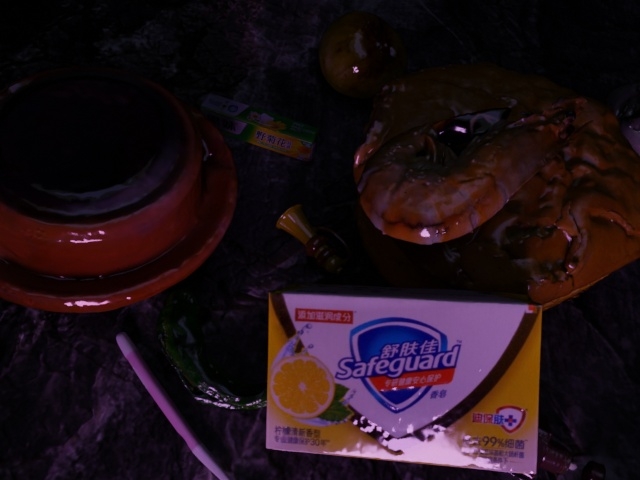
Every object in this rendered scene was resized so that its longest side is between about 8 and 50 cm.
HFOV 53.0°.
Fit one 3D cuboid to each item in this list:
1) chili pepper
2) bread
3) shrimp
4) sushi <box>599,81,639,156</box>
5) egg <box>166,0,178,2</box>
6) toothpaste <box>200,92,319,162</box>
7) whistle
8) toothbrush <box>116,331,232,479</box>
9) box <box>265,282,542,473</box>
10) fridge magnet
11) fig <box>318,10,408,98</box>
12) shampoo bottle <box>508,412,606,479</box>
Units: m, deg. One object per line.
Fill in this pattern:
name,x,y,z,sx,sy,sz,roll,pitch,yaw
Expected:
chili pepper,-0.132,0.133,0.732,0.073,0.050,0.182,-30,66,-34
bread,0.219,-0.067,0.834,0.399,0.215,0.397,4,55,-5
shrimp,0.164,-0.097,0.696,0.287,0.062,0.152,-34,52,-19
sushi,0.573,-0.138,0.992,0.124,0.130,0.332,-34,65,-29
egg,-0.263,-0.455,1.124,0.071,0.071,0.083,-12,72,-17
toothpaste,-0.091,-0.168,0.960,0.179,0.043,0.037,19,56,4
whistle,-0.004,0.003,0.863,0.109,0.057,0.046,45,104,12
toothbrush,-0.146,0.208,0.693,0.025,0.020,0.286,-34,66,-21
box,0.081,0.131,0.651,0.265,0.097,0.168,3,94,10
fridge magnet,-0.284,-0.079,0.794,0.364,0.155,0.363,5,55,-7
fig,0.066,-0.297,1.030,0.136,0.120,0.153,-20,59,-27
shampoo bottle,0.197,0.214,0.715,0.237,0.068,0.067,23,12,9
